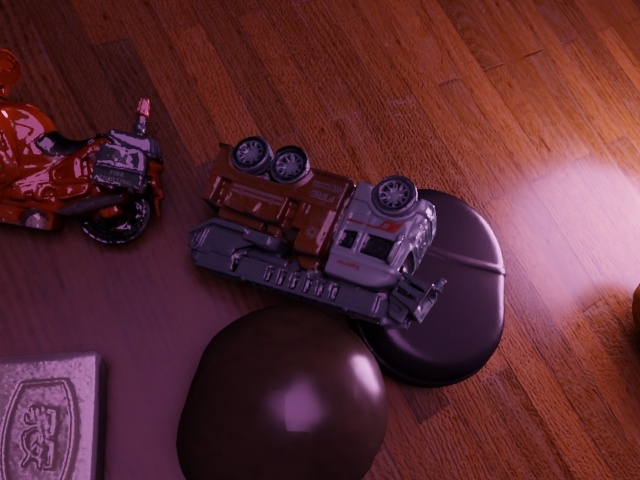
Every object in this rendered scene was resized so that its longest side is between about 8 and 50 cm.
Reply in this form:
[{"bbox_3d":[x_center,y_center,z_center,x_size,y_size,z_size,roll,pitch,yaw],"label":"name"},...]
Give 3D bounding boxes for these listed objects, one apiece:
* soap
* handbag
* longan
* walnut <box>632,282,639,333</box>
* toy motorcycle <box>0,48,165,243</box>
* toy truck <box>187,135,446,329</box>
[{"bbox_3d":[-0.313,0.224,0.551,0.122,0.064,0.183,-2,70,-15],"label":"soap"},{"bbox_3d":[0.169,0.066,0.735,0.254,0.093,0.307,14,67,-10],"label":"handbag"},{"bbox_3d":[-0.048,0.195,0.561,0.249,0.248,0.248,5,69,-15],"label":"longan"},{"bbox_3d":[0.611,0.144,0.841,0.167,0.087,0.211,-9,75,-26],"label":"walnut"},{"bbox_3d":[-0.363,-0.122,0.630,0.326,0.148,0.221,11,90,-10],"label":"toy motorcycle"},{"bbox_3d":[0.000,0.000,0.631,0.339,0.133,0.184,19,74,19],"label":"toy truck"}]
